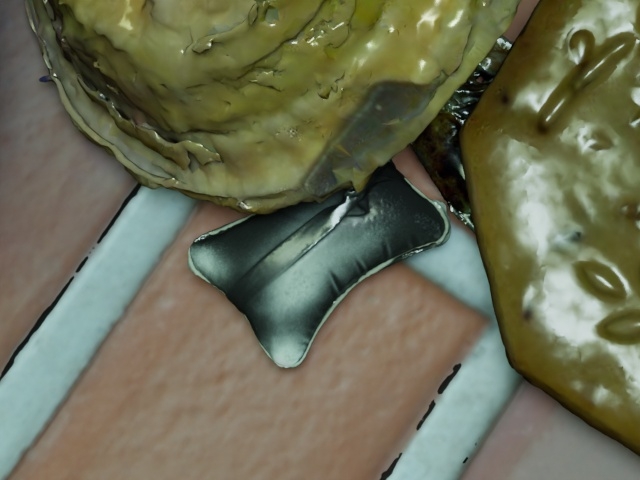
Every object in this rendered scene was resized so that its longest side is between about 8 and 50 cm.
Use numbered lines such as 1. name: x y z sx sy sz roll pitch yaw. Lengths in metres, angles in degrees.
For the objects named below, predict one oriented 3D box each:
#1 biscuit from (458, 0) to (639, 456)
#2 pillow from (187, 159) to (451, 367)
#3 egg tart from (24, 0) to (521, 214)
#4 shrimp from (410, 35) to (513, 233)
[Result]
1. biscuit: 0.253 -0.030 0.983 0.359 0.046 0.359 0 80 -2
2. pillow: 0.000 0.000 1.014 0.136 0.055 0.091 -41 111 0
3. egg tart: -0.049 -0.186 0.953 0.352 0.150 0.351 0 89 30
4. shrimp: 0.095 -0.063 1.025 0.091 0.034 0.161 -27 78 -1
